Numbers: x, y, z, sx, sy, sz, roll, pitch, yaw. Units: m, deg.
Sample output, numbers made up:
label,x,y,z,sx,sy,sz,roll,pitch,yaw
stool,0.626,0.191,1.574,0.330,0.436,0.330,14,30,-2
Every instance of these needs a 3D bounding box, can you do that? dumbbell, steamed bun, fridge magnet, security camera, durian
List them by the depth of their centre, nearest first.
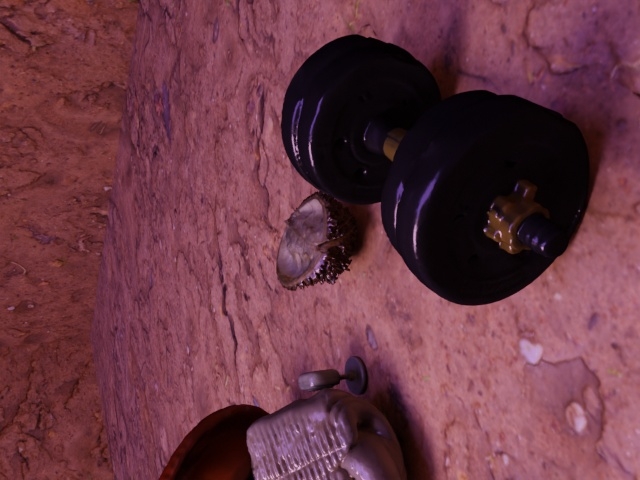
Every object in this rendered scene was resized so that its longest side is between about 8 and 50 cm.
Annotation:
label,x,y,z,sx,sy,sz,roll,pitch,yaw
dumbbell,0.094,-0.083,0.649,0.388,0.185,0.185,44,130,51
steamed bun,0.023,0.308,0.866,0.218,0.144,0.211,-36,60,27
security camera,0.014,0.193,0.918,0.058,0.092,0.058,11,103,60
durian,0.000,0.000,0.935,0.188,0.091,0.148,44,118,57
fridge magnet,-0.125,0.429,0.983,0.155,0.364,0.363,-2,91,30
